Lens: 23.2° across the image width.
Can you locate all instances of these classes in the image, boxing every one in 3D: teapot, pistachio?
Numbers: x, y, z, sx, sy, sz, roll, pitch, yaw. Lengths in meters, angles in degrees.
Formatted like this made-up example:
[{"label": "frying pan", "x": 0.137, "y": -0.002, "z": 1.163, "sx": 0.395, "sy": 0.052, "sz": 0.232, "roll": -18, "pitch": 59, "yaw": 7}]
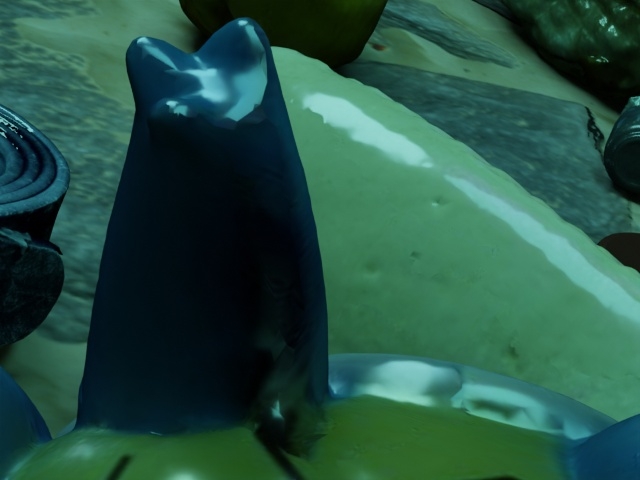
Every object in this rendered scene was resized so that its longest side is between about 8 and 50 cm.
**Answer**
[{"label": "teapot", "x": 0.219, "y": -0.060, "z": 1.014, "sx": 0.063, "sy": 0.049, "sz": 0.083, "roll": 26, "pitch": 27, "yaw": 7}, {"label": "pistachio", "x": -0.019, "y": -0.152, "z": 0.959, "sx": 0.110, "sy": 0.100, "sz": 0.189, "roll": 50, "pitch": 23, "yaw": 4}]

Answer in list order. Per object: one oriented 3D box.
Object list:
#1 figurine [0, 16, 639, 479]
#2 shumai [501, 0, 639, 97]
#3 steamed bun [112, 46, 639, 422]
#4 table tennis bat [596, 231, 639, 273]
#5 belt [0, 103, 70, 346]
[{"label": "figurine", "x": 0.010, "y": 0.116, "z": 0.378, "sx": 0.416, "sy": 0.298, "sz": 0.243, "roll": 19, "pitch": -6, "yaw": -12}, {"label": "shumai", "x": 0.320, "y": -0.230, "z": 1.159, "sx": 0.263, "sy": 0.304, "sz": 0.309, "roll": 11, "pitch": 30, "yaw": -44}, {"label": "steamed bun", "x": 0.025, "y": 0.053, "z": 0.569, "sx": 0.238, "sy": 0.152, "sz": 0.170, "roll": 39, "pitch": -7, "yaw": 28}, {"label": "table tennis bat", "x": 0.230, "y": 0.029, "z": 0.900, "sx": 0.154, "sy": 0.019, "sz": 0.098, "roll": 14, "pitch": 28, "yaw": -11}, {"label": "belt", "x": -0.192, "y": -0.015, "z": 0.600, "sx": 0.190, "sy": 0.082, "sz": 0.141, "roll": 14, "pitch": 26, "yaw": -14}]
